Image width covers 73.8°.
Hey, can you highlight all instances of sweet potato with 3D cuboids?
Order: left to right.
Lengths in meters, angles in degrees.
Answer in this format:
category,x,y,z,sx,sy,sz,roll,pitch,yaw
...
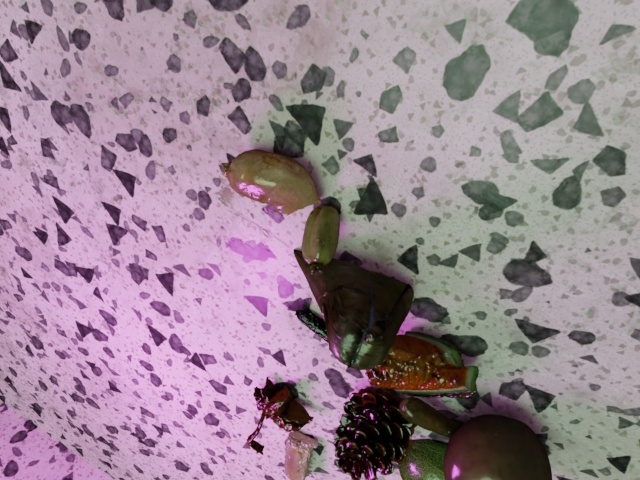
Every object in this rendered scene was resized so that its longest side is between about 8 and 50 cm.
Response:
category,x,y,z,sx,sy,sz,roll,pitch,yaw
sweet potato,0.336,0.526,1.241,0.273,0.075,0.075,30,128,-18

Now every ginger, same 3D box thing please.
category,x,y,z,sx,sy,sz,roll,pitch,yaw
ginger,-0.121,-0.148,1.049,0.267,0.138,0.152,31,131,-1

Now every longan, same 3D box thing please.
category,x,y,z,sx,sy,sz,roll,pitch,yaw
longan,0.473,0.620,1.145,0.300,0.243,0.300,0,86,2

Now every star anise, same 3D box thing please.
category,x,y,z,sx,sy,sz,roll,pitch,yaw
star anise,-0.163,0.629,1.511,0.237,0.148,0.346,31,113,10

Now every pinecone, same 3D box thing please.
category,x,y,z,sx,sy,sz,roll,pitch,yaw
pinecone,0.145,0.577,1.262,0.246,0.292,0.246,6,102,28

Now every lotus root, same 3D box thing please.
category,x,y,z,sx,sy,sz,roll,pitch,yaw
lotus root,0.000,0.000,1.071,0.090,0.183,0.077,-6,159,39

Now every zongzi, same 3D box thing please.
category,x,y,z,sx,sy,sz,roll,pitch,yaw
zongzi,0.026,0.138,1.039,0.360,0.323,0.160,28,111,15

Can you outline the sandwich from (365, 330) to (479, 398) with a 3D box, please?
category,x,y,z,sx,sy,sz,roll,pitch,yaw
sandwich,0.240,0.320,1.142,0.301,0.162,0.250,26,146,-29

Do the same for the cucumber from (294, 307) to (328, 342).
category,x,y,z,sx,sy,sz,roll,pitch,yaw
cucumber,-0.001,0.263,1.287,0.181,0.053,0.053,37,126,4

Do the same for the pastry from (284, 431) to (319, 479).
category,x,y,z,sx,sy,sz,roll,pitch,yaw
pastry,-0.089,0.838,1.641,0.121,0.089,0.258,28,124,23

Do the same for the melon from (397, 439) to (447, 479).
category,x,y,z,sx,sy,sz,roll,pitch,yaw
melon,0.331,0.761,1.380,0.169,0.129,0.265,27,127,11
